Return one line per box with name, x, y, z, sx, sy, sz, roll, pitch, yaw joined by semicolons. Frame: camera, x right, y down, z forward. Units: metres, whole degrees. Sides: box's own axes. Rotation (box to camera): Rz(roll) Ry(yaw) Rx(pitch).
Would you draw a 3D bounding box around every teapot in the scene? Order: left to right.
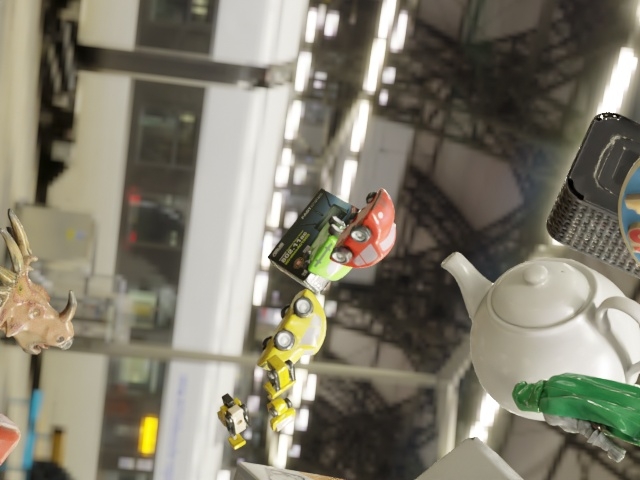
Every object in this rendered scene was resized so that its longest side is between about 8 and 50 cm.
teapot;0.319;0.112;1.997;0.252;0.256;0.187;-98;172;-53

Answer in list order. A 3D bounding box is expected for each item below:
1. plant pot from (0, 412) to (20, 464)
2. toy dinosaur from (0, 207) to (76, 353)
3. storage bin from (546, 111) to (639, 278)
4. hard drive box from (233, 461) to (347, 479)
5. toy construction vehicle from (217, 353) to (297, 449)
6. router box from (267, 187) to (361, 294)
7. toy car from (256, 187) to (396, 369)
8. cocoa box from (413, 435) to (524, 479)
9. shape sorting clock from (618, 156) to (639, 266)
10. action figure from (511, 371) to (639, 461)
plant pot;-0.513;0.222;1.528;0.267;0.267;0.236;-53;177;-12
toy dinosaur;-0.368;0.027;1.339;0.296;0.200;0.127;35;43;-65
storage bin;0.335;-0.036;1.467;0.084;0.180;0.122;104;13;-58
hard drive box;-0.003;0.388;1.966;0.232;0.181;0.089;23;-82;63
toy construction vehicle;-0.064;0.162;1.458;0.035;0.086;0.098;44;-22;33
router box;0.000;0.000;1.892;0.122;0.038;0.092;-52;-141;-6
toy car;0.017;0.030;1.619;0.239;0.053;0.225;-55;-172;15
cocoa box;0.082;0.374;1.112;0.228;0.347;0.231;57;-9;-30
shape sorting clock;0.326;-0.004;1.100;0.040;0.206;0.206;-55;169;-35
action figure;0.298;0.173;1.416;0.137;0.232;0.063;-39;136;-55
